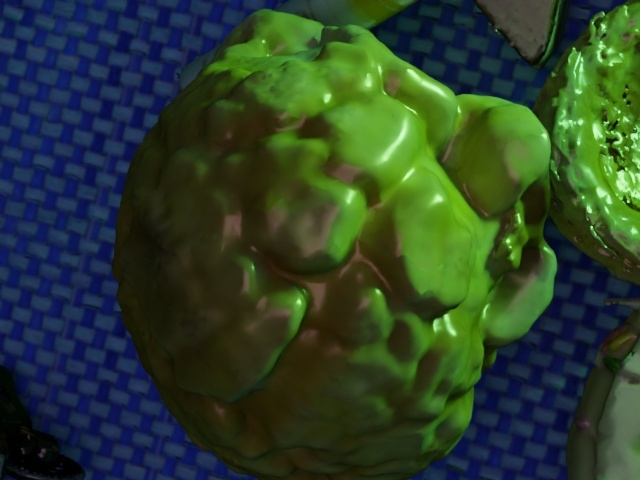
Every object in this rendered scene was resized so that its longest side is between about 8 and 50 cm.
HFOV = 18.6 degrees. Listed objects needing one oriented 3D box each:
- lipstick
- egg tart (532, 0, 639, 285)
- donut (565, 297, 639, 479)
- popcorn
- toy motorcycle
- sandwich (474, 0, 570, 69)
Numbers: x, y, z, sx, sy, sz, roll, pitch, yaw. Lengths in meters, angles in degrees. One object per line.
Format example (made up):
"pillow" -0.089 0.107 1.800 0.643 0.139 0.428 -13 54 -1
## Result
"lipstick" -0.013 -0.178 1.651 0.264 0.059 0.059 -27 85 38
"egg tart" 0.312 -0.071 1.583 0.288 0.118 0.288 -2 73 5
"donut" 0.379 0.217 1.581 0.371 0.150 0.307 15 94 13
"popcorn" -0.011 0.014 1.541 0.344 0.354 0.390 43 120 28
"toy motorcycle" -0.352 0.169 1.711 0.187 0.274 0.125 27 104 54
"sandwich" 0.174 -0.279 1.632 0.186 0.108 0.220 -42 81 11
